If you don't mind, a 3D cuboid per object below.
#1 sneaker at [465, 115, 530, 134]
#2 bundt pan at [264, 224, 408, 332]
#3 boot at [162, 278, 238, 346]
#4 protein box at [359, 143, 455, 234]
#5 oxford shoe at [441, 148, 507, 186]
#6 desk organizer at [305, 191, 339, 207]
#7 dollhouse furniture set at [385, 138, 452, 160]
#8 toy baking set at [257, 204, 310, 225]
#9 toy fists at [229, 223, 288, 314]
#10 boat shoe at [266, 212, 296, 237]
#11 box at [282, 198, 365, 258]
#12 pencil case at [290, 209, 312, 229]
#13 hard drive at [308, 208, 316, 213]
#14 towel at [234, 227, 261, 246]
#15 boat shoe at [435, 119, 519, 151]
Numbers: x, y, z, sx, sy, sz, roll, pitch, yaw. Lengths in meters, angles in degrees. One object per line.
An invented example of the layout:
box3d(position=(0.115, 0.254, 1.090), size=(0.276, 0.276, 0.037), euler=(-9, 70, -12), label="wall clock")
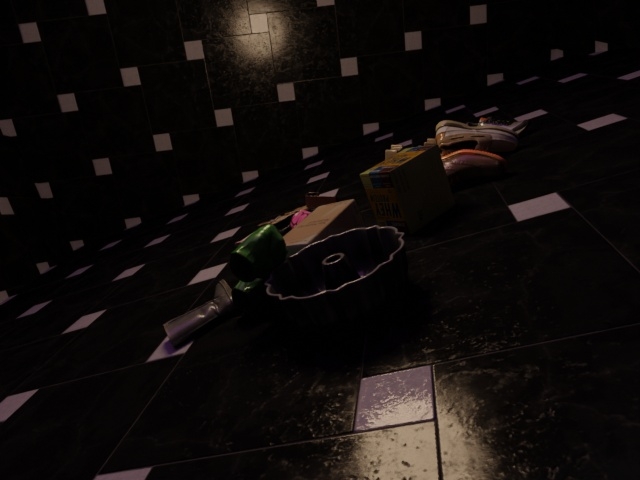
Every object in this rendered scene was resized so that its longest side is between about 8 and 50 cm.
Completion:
box3d(position=(0.713, -0.459, 1.888), size=(0.272, 0.107, 0.100), euler=(-2, 25, 45), label="sneaker")
box3d(position=(0.049, 0.093, 1.034), size=(0.331, 0.124, 0.331), euler=(-20, 17, 6), label="bundt pan")
box3d(position=(-0.333, 0.200, 1.283), size=(0.209, 0.076, 0.190), euler=(-34, 18, -13), label="boot")
box3d(position=(0.260, -0.151, 1.369), size=(0.201, 0.199, 0.136), euler=(-32, 20, -26), label="protein box")
box3d(position=(0.430, -0.211, 1.541), size=(0.364, 0.130, 0.132), euler=(-1, 59, 34), label="oxford shoe")
box3d(position=(0.008, -0.160, 1.836), size=(0.130, 0.050, 0.047), euler=(3, 27, 19), label="desk organizer")
box3d(position=(0.389, -0.296, 1.795), size=(0.259, 0.135, 0.262), euler=(7, 30, 26), label="dollhouse furniture set")
box3d(position=(-0.148, -0.092, 1.923), size=(0.256, 0.030, 0.197), euler=(-22, 8, 3), label="toy baking set")
box3d(position=(-0.147, 0.072, 1.163), size=(0.096, 0.279, 0.142), euler=(27, 53, 14), label="toy fists")
box3d(position=(-0.170, -0.035, 1.717), size=(0.229, 0.076, 0.080), euler=(-25, 39, -21), label="boat shoe")
box3d(position=(0.000, 0.000, 1.364), size=(0.148, 0.121, 0.311), euler=(-9, 21, 33), label="box")
box3d(position=(-0.045, -0.051, 1.630), size=(0.098, 0.095, 0.209), euler=(-45, 19, -5), label="pencil case")
box3d(position=(-0.018, -0.108, 1.862), size=(0.135, 0.022, 0.094), euler=(-12, 20, 28), label="hard drive")
box3d(position=(-0.244, -0.018, 1.857), size=(0.144, 0.029, 0.197), euler=(-34, 21, -36), label="towel")
box3d(position=(0.569, -0.354, 1.681), size=(0.303, 0.113, 0.103), euler=(7, 65, 2), label="boat shoe")
